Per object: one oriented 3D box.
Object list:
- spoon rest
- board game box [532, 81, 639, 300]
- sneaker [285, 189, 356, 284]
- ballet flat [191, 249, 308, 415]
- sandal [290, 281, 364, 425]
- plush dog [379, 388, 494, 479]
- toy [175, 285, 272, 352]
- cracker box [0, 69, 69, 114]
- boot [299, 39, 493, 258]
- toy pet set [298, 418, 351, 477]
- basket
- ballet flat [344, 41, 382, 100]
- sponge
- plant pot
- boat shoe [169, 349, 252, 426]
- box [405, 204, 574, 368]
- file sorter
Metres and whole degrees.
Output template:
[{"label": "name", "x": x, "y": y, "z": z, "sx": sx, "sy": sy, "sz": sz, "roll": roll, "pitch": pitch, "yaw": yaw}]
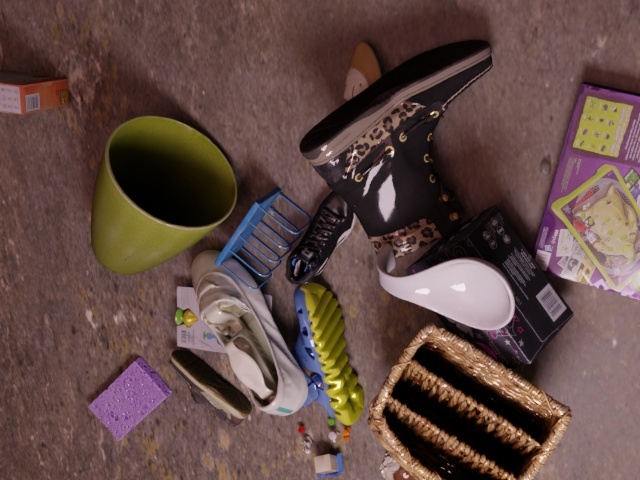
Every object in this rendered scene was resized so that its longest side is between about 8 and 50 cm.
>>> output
[{"label": "spoon rest", "x": 0.199, "y": 0.074, "z": 1.343, "sx": 0.276, "sy": 0.084, "sz": 0.137, "roll": 15, "pitch": 130, "yaw": 42}, {"label": "board game box", "x": 0.512, "y": -0.084, "z": 1.403, "sx": 0.208, "sy": 0.056, "sz": 0.347, "roll": 19, "pitch": 112, "yaw": 20}, {"label": "sneaker", "x": 0.000, "y": 0.000, "z": 1.588, "sx": 0.079, "sy": 0.121, "sz": 0.217, "roll": 30, "pitch": 115, "yaw": 9}, {"label": "ballet flat", "x": -0.165, "y": 0.178, "z": 1.630, "sx": 0.139, "sy": 0.139, "sz": 0.400, "roll": -43, "pitch": 70, "yaw": 26}, {"label": "sandal", "x": -0.013, "y": 0.240, "z": 1.666, "sx": 0.138, "sy": 0.126, "sz": 0.317, "roll": -5, "pitch": 105, "yaw": 28}, {"label": "plush dog", "x": 0.231, "y": 0.358, "z": 1.598, "sx": 0.262, "sy": 0.210, "sz": 0.226, "roll": -4, "pitch": 90, "yaw": -6}, {"label": "toy", "x": -0.204, "y": 0.174, "z": 1.754, "sx": 0.237, "sy": 0.056, "sz": 0.137, "roll": 3, "pitch": 96, "yaw": 21}, {"label": "cracker box", "x": -0.691, "y": -0.326, "z": 1.746, "sx": 0.232, "sy": 0.155, "sz": 0.067, "roll": 11, "pitch": 110, "yaw": 19}, {"label": "boot", "x": 0.183, "y": -0.160, "z": 1.449, "sx": 0.377, "sy": 0.138, "sz": 0.284, "roll": -34, "pitch": 115, "yaw": -5}, {"label": "toy pet set", "x": 0.023, "y": 0.456, "z": 1.765, "sx": 0.122, "sy": 0.065, "sz": 0.114, "roll": -18, "pitch": 64, "yaw": 22}, {"label": "basket", "x": 0.240, "y": 0.323, "z": 1.407, "sx": 0.299, "sy": 0.213, "sz": 0.223, "roll": 34, "pitch": 158, "yaw": 9}, {"label": "ballet flat", "x": 0.083, "y": -0.250, "z": 1.496, "sx": 0.080, "sy": 0.073, "sz": 0.232, "roll": 5, "pitch": 112, "yaw": 57}, {"label": "sponge", "x": -0.461, "y": 0.384, "z": 1.937, "sx": 0.117, "sy": 0.031, "sz": 0.210, "roll": 48, "pitch": 117, "yaw": 2}, {"label": "plant pot", "x": -0.361, "y": -0.059, "z": 1.656, "sx": 0.275, "sy": 0.275, "sz": 0.293, "roll": 47, "pitch": 131, "yaw": 3}, {"label": "boat shoe", "x": -0.261, "y": 0.340, "z": 1.818, "sx": 0.223, "sy": 0.080, "sz": 0.073, "roll": 37, "pitch": 111, "yaw": 3}, {"label": "box", "x": 0.305, "y": 0.093, "z": 1.455, "sx": 0.247, "sy": 0.163, "sz": 0.142, "roll": 54, "pitch": 146, "yaw": -1}, {"label": "file sorter", "x": -0.114, "y": 0.000, "z": 1.637, "sx": 0.104, "sy": 0.118, "sz": 0.170, "roll": 39, "pitch": 116, "yaw": 4}]
